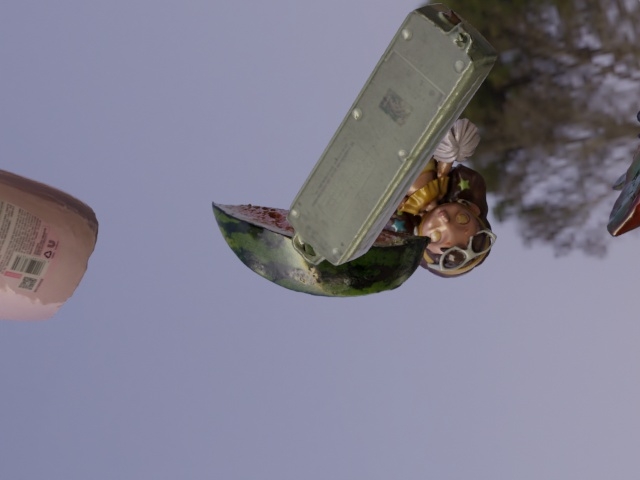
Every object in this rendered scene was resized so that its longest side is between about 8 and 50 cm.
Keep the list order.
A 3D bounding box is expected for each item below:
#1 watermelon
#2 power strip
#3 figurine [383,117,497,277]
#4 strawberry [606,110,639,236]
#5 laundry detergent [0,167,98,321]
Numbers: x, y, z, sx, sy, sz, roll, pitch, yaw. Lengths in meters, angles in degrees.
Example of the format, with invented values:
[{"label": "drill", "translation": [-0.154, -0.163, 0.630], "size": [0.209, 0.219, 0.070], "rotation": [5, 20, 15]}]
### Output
[{"label": "watermelon", "translation": [-0.001, 0.004, 1.669], "size": [0.119, 0.245, 0.063], "rotation": [-85, 2, -61]}, {"label": "power strip", "translation": [0.057, -0.086, 1.331], "size": [0.078, 0.272, 0.052], "rotation": [44, -145, 17]}, {"label": "figurine", "translation": [0.123, -0.065, 1.896], "size": [0.240, 0.174, 0.116], "rotation": [59, 171, -3]}, {"label": "strawberry", "translation": [0.223, -0.013, 0.587], "size": [0.228, 0.174, 0.098], "rotation": [21, -131, -44]}, {"label": "laundry detergent", "translation": [-0.380, -0.013, 1.455], "size": [0.335, 0.159, 0.088], "rotation": [16, -157, -38]}]
